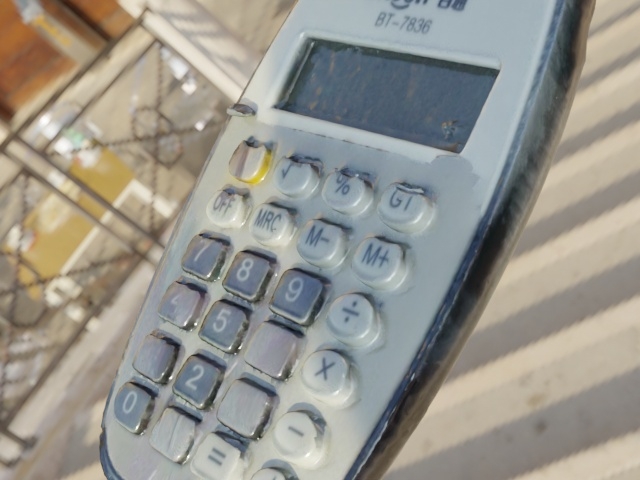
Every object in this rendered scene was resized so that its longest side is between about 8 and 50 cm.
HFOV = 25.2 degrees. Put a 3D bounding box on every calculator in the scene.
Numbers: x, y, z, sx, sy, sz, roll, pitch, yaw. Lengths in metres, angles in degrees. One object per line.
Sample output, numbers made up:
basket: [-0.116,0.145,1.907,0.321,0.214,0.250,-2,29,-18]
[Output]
calculator: [0.000,0.000,0.534,0.177,0.040,0.268,22,81,54]
